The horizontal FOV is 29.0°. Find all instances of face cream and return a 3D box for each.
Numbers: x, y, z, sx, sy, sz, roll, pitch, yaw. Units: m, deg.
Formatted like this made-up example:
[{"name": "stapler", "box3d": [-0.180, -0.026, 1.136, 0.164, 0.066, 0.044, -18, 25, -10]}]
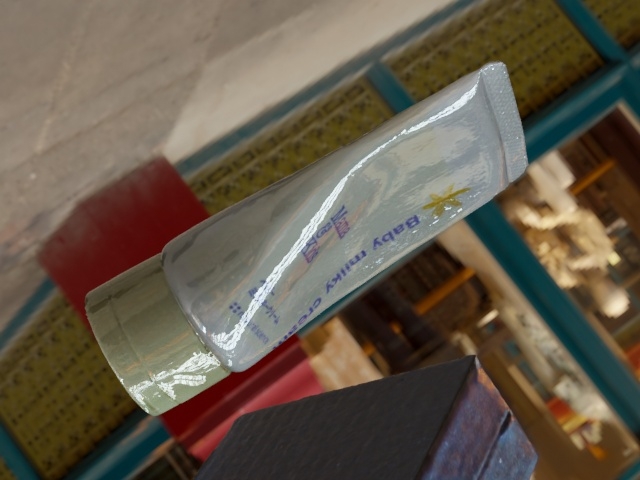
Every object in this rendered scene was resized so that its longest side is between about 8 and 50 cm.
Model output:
[{"name": "face cream", "box3d": [0.000, 0.000, 0.595, 0.224, 0.070, 0.114, -29, 153, 2]}]

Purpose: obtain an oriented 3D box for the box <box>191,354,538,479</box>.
[{"name": "box", "box3d": [-0.007, 0.235, 0.918, 0.261, 0.116, 0.279, -18, -158, 38]}]
